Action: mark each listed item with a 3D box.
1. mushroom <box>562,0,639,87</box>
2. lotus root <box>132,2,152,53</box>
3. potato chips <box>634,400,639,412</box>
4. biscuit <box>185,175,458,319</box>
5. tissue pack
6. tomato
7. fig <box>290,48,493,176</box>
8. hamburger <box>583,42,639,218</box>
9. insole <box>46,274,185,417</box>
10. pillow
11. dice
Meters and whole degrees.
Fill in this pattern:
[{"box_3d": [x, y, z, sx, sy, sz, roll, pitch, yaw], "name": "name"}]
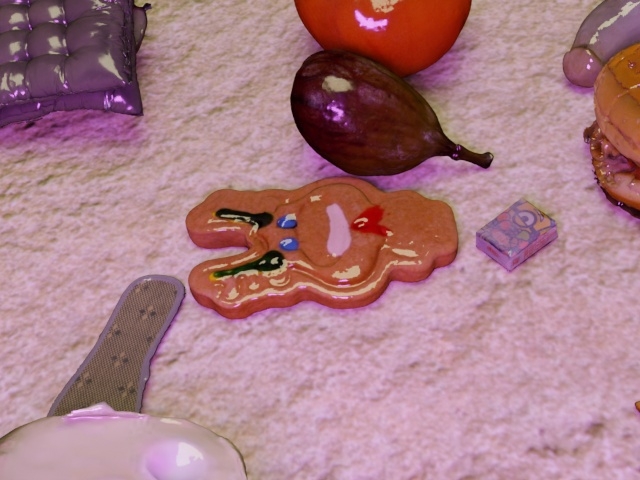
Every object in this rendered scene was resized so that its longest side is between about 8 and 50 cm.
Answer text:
[{"box_3d": [0.436, -0.299, 1.906, 0.270, 0.103, 0.118, -29, 46, -6], "name": "mushroom"}, {"box_3d": [-0.328, -0.287, 1.976, 0.204, 0.078, 0.183, 1, 62, 16], "name": "lotus root"}, {"box_3d": [0.380, 0.245, 1.477, 0.037, 0.026, 0.204, -21, 50, 5], "name": "potato chips"}, {"box_3d": [0.000, 0.000, 1.712, 0.334, 0.047, 0.202, -4, 49, 1], "name": "biscuit"}, {"box_3d": [0.238, -0.007, 1.703, 0.083, 0.035, 0.063, -35, 54, -24], "name": "tissue pack"}, {"box_3d": [0.088, -0.323, 1.895, 0.260, 0.180, 0.259, -2, 44, 2], "name": "tomato"}, {"box_3d": [0.089, -0.142, 1.777, 0.274, 0.170, 0.145, 21, 90, -4], "name": "fig"}, {"box_3d": [0.448, -0.147, 1.720, 0.245, 0.163, 0.244, -3, 51, 4], "name": "hamburger"}, {"box_3d": [-0.237, 0.153, 1.610, 0.109, 0.007, 0.322, 7, 46, 17], "name": "insole"}, {"box_3d": [-0.392, -0.253, 1.879, 0.326, 0.101, 0.228, -10, 62, 10], "name": "pillow"}, {"box_3d": [-0.192, 0.319, 1.292, 0.252, 0.254, 0.249, 3, 47, -9], "name": "dice"}]
